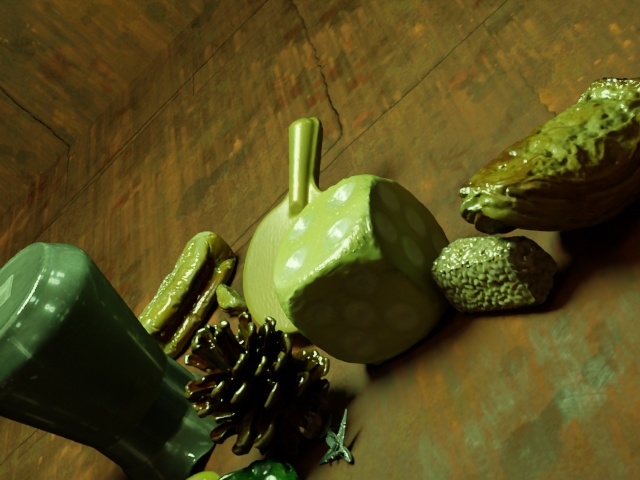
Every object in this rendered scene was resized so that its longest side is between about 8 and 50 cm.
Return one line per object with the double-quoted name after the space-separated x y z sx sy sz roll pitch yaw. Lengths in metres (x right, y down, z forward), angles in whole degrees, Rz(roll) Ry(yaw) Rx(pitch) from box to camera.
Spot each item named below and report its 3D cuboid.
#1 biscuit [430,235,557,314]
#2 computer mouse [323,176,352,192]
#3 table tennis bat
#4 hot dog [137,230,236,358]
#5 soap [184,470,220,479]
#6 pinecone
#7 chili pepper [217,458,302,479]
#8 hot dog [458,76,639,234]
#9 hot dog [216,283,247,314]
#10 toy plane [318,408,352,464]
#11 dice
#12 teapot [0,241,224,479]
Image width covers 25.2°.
0.198 0.037 1.639 0.070 0.082 0.168 -51 18 -22 "biscuit"
-0.001 -0.001 2.037 0.231 0.071 0.126 -58 25 -15 "computer mouse"
-0.027 -0.023 1.988 0.198 0.050 0.321 -16 62 38 "table tennis bat"
-0.215 0.095 2.249 0.242 0.084 0.073 -56 24 -16 "hot dog"
-0.167 0.359 1.834 0.089 0.045 0.140 -26 32 37 "soap"
-0.083 0.180 1.785 0.179 0.195 0.150 -36 10 41 "pinecone"
-0.071 0.299 1.753 0.182 0.050 0.073 -1 59 62 "chili pepper"
0.275 -0.074 1.604 0.259 0.114 0.175 -38 22 -20 "hot dog"
-0.139 0.094 2.185 0.034 0.030 0.090 -59 24 1 "hot dog"
0.019 0.241 1.714 0.078 0.024 0.084 -64 21 14 "toy plane"
0.056 0.036 1.768 0.169 0.169 0.166 -35 29 31 "dice"
-0.324 0.181 1.995 0.253 0.344 0.300 -51 24 -5 "teapot"
